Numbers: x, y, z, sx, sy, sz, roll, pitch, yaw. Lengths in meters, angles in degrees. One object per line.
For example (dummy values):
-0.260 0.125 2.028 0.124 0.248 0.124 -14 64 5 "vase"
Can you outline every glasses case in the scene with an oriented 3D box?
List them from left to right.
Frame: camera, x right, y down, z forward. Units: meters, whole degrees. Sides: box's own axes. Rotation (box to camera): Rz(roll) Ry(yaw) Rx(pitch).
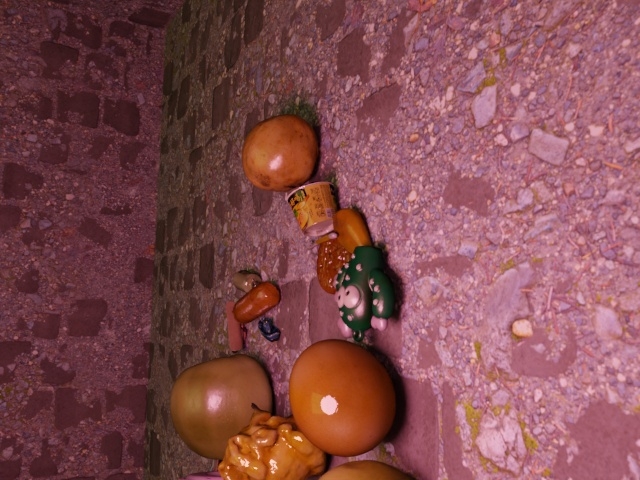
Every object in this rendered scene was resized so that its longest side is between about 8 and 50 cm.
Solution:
-0.322 0.343 2.275 0.102 0.070 0.194 94 167 -69 "glasses case"

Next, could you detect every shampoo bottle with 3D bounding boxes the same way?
-0.264 0.158 2.174 0.162 0.079 0.079 12 96 60 "shampoo bottle"

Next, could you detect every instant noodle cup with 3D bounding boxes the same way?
-0.015 -0.089 1.715 0.151 0.151 0.122 -43 57 50 "instant noodle cup"

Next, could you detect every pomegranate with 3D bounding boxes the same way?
-0.132 -0.272 1.851 0.260 0.260 0.261 -15 72 59 "pomegranate"

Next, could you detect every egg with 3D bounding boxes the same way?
0.047 0.372 1.419 0.322 0.250 0.250 -129 51 -62 "egg"

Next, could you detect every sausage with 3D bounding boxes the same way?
-0.234 0.225 2.085 0.270 0.108 0.109 -37 54 50 "sausage"

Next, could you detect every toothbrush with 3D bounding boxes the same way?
0.000 0.000 1.729 0.288 0.021 0.024 155 128 -71 "toothbrush"

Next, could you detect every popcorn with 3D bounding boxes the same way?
-0.143 0.603 1.691 0.297 0.315 0.281 107 139 -77 "popcorn"

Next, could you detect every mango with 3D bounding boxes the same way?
0.087 -0.021 1.605 0.188 0.066 0.101 58 135 35 "mango"

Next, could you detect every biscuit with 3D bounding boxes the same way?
0.036 0.065 1.711 0.187 0.027 0.188 -15 73 58 "biscuit"

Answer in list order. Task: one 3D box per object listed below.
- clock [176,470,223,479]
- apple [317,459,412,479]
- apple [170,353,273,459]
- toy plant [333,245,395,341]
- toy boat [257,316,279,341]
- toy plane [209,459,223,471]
-0.281 0.800 1.857 0.295 0.322 0.114 -26 58 56 "clock"
0.108 0.630 1.271 0.254 0.291 0.292 -33 57 46 "apple"
-0.335 0.560 1.977 0.357 0.357 0.358 -15 72 59 "apple"
0.106 0.138 1.491 0.232 0.112 0.244 -44 44 48 "toy plant"
-0.183 0.303 2.025 0.137 0.060 0.061 -146 46 -64 "toy boat"
-0.387 0.819 2.263 0.223 0.104 0.327 -12 79 60 "toy plane"
